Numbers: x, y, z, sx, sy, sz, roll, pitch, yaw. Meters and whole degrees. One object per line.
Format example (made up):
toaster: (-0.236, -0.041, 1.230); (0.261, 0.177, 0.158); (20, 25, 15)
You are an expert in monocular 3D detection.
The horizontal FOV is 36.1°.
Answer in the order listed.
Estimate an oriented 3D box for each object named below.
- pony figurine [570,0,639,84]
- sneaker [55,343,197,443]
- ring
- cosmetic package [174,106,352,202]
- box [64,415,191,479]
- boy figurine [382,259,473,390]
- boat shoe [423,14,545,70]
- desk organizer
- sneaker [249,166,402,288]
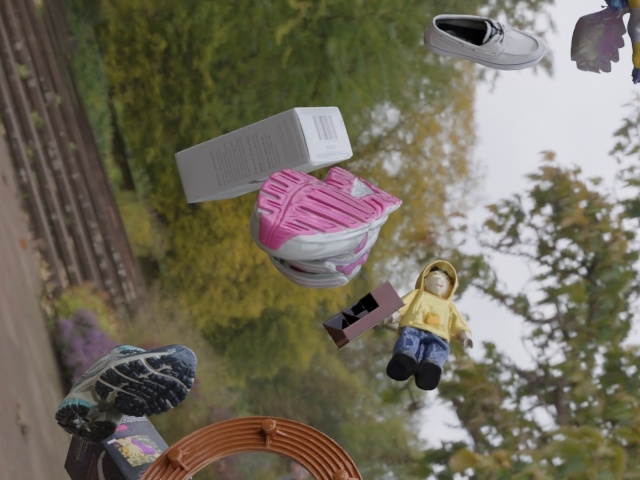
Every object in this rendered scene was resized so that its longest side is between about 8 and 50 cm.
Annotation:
pony figurine: (0.704, -0.477, 2.124); (0.363, 0.303, 0.351); (-88, 166, -50)
sneaker: (-0.284, 0.194, 1.447); (0.110, 0.283, 0.122); (43, 39, -26)
ring: (-0.102, 0.367, 1.318); (0.336, 0.337, 0.032); (-122, -162, -46)
cosmetic package: (-0.085, -0.122, 1.424); (0.231, 0.117, 0.085); (-18, -93, 34)
box: (-0.407, 0.486, 2.050); (0.270, 0.143, 0.165); (41, -60, 44)
boy figurine: (0.213, 0.155, 1.872); (0.285, 0.177, 0.092); (-65, 174, -45)
boat shoe: (0.347, -0.417, 2.043); (0.084, 0.258, 0.095); (108, -14, -73)
desk organizer: (0.070, 0.119, 1.584); (0.050, 0.130, 0.047); (56, -32, 6)
sneaker: (0.000, 0.000, 0.951); (0.103, 0.252, 0.111); (30, -75, 18)
